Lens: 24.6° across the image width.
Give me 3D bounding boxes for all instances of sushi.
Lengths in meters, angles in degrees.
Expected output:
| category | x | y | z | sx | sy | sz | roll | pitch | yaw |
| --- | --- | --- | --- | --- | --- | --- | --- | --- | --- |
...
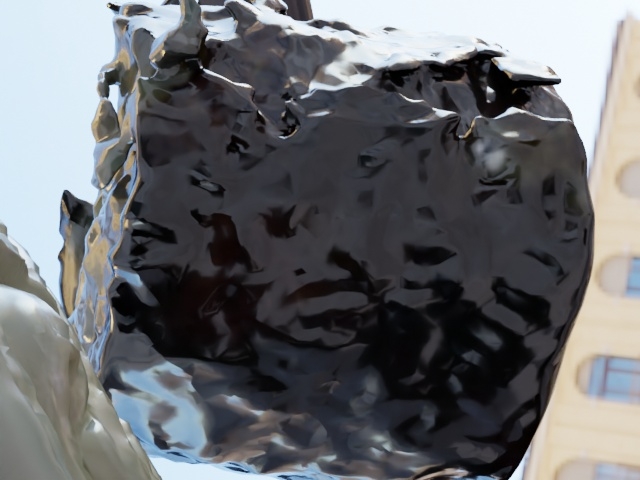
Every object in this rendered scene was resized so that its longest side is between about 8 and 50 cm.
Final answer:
| category | x | y | z | sx | sy | sz | roll | pitch | yaw |
| --- | --- | --- | --- | --- | --- | --- | --- | --- | --- |
| sushi | -0.002 | 0.001 | 0.865 | 0.299 | 0.294 | 0.281 | -159 | 81 | -78 |

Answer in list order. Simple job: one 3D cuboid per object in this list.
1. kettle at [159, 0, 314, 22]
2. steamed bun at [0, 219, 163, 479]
| category | x | y | z | sx | sy | sz | roll | pitch | yaw |
| --- | --- | --- | --- | --- | --- | --- | --- | --- | --- |
| kettle | -0.084 | -0.194 | 1.554 | 0.202 | 0.144 | 0.232 | -11 | -94 | -38 |
| steamed bun | -0.121 | 0.167 | 0.451 | 0.219 | 0.324 | 0.310 | -32 | -96 | -13 |
